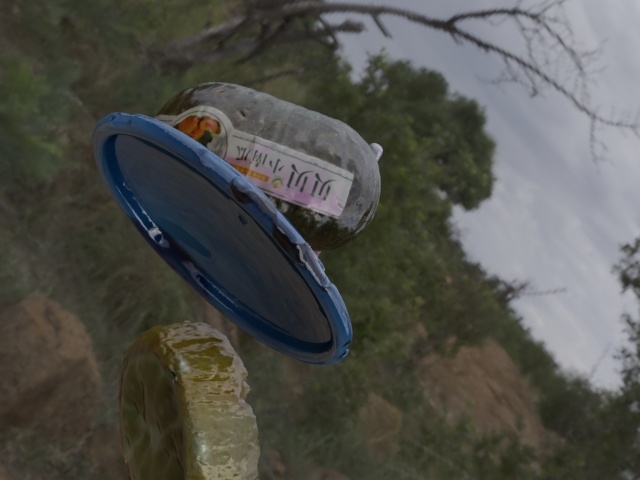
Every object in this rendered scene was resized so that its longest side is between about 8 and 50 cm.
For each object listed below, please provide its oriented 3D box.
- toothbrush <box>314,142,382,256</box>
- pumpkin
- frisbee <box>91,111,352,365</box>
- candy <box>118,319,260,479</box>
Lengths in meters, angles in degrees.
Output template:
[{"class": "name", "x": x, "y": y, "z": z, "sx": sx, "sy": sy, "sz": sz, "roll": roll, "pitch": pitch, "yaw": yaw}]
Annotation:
[{"class": "toothbrush", "x": 0.000, "y": 0.000, "z": 1.249, "sx": 0.020, "sy": 0.286, "sz": 0.025, "roll": 34, "pitch": 23, "yaw": 8}, {"class": "pumpkin", "x": -0.068, "y": -0.058, "z": 1.093, "sx": 0.260, "sy": 0.189, "sz": 0.260, "roll": 19, "pitch": 1, "yaw": 0}, {"class": "frisbee", "x": -0.065, "y": -0.004, "z": 0.720, "sx": 0.242, "sy": 0.045, "sz": 0.242, "roll": 36, "pitch": -23, "yaw": 18}, {"class": "candy", "x": -0.155, "y": 0.221, "z": 1.166, "sx": 0.118, "sy": 0.260, "sz": 0.260, "roll": -2, "pitch": 42, "yaw": -31}]
